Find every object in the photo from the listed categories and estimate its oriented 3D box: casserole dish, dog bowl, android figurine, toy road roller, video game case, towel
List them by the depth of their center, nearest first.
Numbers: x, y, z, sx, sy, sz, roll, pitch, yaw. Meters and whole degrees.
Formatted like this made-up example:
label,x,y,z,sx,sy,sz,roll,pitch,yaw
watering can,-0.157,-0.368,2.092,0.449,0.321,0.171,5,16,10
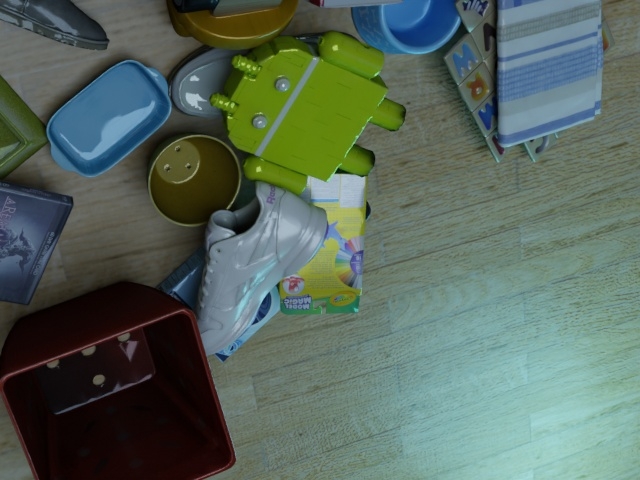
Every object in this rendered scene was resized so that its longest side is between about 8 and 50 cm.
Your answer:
label,x,y,z,sx,sy,sz,roll,pitch,yaw
toy road roller,-0.137,-0.407,1.588,0.202,0.240,0.330,-13,78,-18
video game case,-0.496,-0.010,1.634,0.274,0.026,0.196,13,125,-27
android figurine,-0.021,-0.178,1.665,0.273,0.056,0.248,20,117,-32
casserole dish,-0.295,-0.172,1.682,0.188,0.037,0.114,-40,121,-4
dog bowl,0.146,-0.407,1.753,0.166,0.074,0.297,2,111,-24
towel,0.349,-0.295,1.857,0.209,0.034,0.285,-20,120,-26

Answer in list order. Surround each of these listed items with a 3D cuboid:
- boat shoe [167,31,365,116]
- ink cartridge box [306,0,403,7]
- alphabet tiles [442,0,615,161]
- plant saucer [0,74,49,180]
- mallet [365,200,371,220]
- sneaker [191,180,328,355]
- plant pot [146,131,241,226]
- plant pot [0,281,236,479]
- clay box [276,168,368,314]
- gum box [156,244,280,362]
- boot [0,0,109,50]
label,x,y,z,sx,sy,sz,roll,pitch,yaw
boat shoe,-0.064,-0.233,1.716,0.302,0.103,0.113,-16,118,-16
ink cartridge box,0.022,-0.395,1.643,0.127,0.176,0.128,-9,113,-21
alphabet tiles,0.328,-0.292,1.871,0.285,0.011,0.342,-45,131,-11
plant saucer,-0.481,-0.140,1.610,0.188,0.045,0.188,-40,121,-4
mallet,-0.015,-0.075,1.850,0.189,0.062,0.039,18,105,-13
sneaker,-0.130,0.037,1.736,0.152,0.114,0.305,33,109,-25
plant pot,-0.190,-0.098,1.723,0.134,0.095,0.134,-8,114,-20
plant pot,-0.304,0.203,1.720,0.267,0.236,0.267,-20,118,-14
clay box,0.000,0.000,1.815,0.127,0.053,0.222,0,109,-9
gum box,-0.134,0.071,1.850,0.184,0.041,0.157,-42,121,-2
boot,-0.330,-0.366,1.567,0.189,0.076,0.208,17,101,-29
